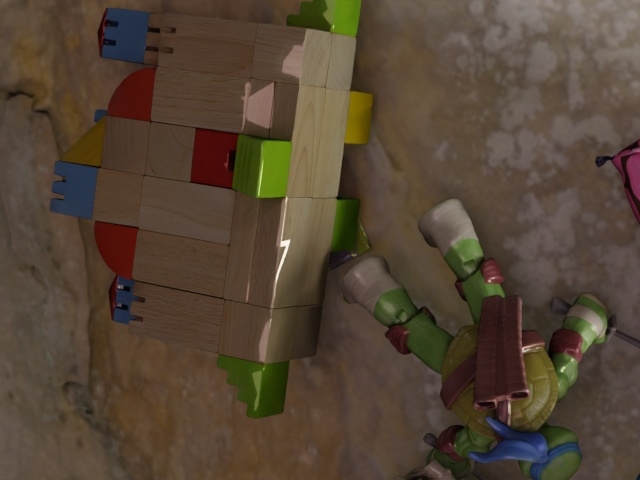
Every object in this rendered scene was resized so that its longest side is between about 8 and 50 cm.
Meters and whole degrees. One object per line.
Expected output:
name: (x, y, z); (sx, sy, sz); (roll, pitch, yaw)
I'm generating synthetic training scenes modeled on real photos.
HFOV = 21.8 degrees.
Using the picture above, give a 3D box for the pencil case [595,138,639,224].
pencil case: (0.317, 0.008, 1.430); (0.095, 0.098, 0.209); (-21, 90, 13)

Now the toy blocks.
toy blocks: (-0.120, -0.057, 1.497); (0.260, 0.190, 0.382); (10, 96, 27)

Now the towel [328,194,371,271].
towel: (0.000, 0.000, 1.546); (0.083, 0.009, 0.060); (-25, 88, 14)

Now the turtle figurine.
turtle figurine: (0.156, 0.113, 1.474); (0.266, 0.274, 0.198); (55, 127, 24)

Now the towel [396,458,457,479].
towel: (0.157, 0.315, 1.452); (0.282, 0.187, 0.049); (43, 66, 7)

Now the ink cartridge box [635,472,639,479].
ink cartridge box: (0.331, 0.288, 1.330); (0.171, 0.233, 0.168); (43, 135, -6)
